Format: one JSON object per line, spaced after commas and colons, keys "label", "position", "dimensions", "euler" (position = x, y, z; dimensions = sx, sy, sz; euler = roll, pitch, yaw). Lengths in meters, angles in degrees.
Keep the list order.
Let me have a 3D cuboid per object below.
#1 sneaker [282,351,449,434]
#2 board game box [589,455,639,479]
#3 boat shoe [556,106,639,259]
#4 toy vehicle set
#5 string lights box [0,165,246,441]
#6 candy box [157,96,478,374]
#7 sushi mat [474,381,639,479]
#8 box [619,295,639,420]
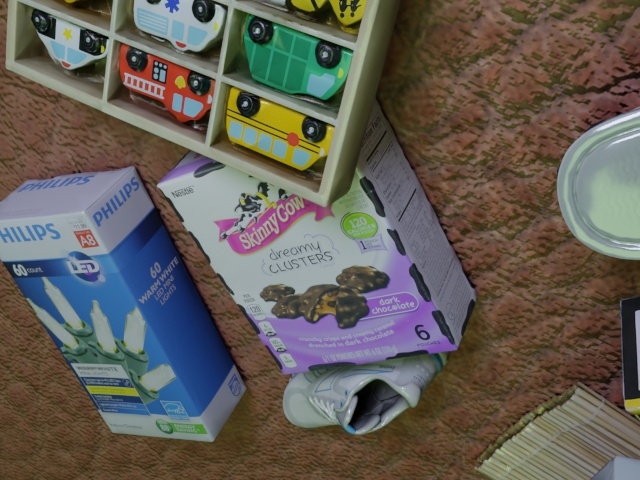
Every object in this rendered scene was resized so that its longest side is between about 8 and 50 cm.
{"label": "sneaker", "position": [0.023, 0.135, 0.710], "dimensions": [0.071, 0.083, 0.190], "euler": [43, 133, -13]}
{"label": "board game box", "position": [0.301, 0.245, 0.522], "dimensions": [0.303, 0.097, 0.224], "euler": [9, 148, 4]}
{"label": "boat shoe", "position": [0.281, -0.052, 0.430], "dimensions": [0.302, 0.091, 0.114], "euler": [-1, 102, 20]}
{"label": "toy vehicle set", "position": [-0.084, -0.147, 0.513], "dimensions": [0.267, 0.035, 0.166], "euler": [24, 119, 19]}
{"label": "string lights box", "position": [-0.184, 0.065, 0.757], "dimensions": [0.133, 0.077, 0.260], "euler": [-4, 124, 30]}
{"label": "candy box", "position": [0.000, 0.000, 0.619], "dimensions": [0.165, 0.070, 0.196], "euler": [-14, 118, 34]}
{"label": "sushi mat", "position": [0.301, 0.242, 0.702], "dimensions": [0.316, 0.019, 0.151], "euler": [32, 134, -1]}
{"label": "box", "position": [0.358, 0.110, 0.461], "dimensions": [0.257, 0.079, 0.322], "euler": [-19, 136, 34]}
